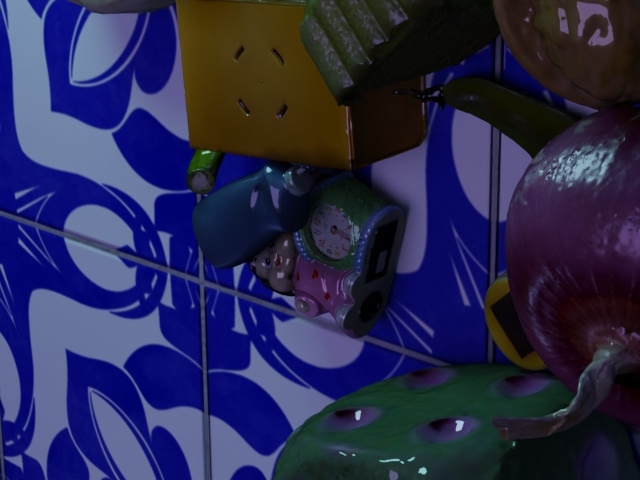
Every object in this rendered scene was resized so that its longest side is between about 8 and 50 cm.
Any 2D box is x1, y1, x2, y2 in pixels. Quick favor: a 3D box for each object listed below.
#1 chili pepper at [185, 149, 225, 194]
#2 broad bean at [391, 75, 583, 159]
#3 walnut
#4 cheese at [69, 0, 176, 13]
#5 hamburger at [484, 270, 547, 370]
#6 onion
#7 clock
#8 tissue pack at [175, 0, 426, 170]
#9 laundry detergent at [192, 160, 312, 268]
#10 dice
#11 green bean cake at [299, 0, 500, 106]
[{"bbox_3d":[-0.136,-0.143,2.191,0.052,0.050,0.202,-40,33,47],"label":"chili pepper"},{"bbox_3d":[0.227,-0.122,1.889,0.325,0.067,0.075,32,95,35],"label":"broad bean"},{"bbox_3d":[0.283,-0.250,1.669,0.224,0.257,0.257,-134,38,-70],"label":"walnut"},{"bbox_3d":[-0.262,-0.450,2.216,0.318,0.115,0.326,-33,79,46],"label":"cheese"},{"bbox_3d":[0.249,0.077,1.922,0.126,0.081,0.141,50,145,23],"label":"hamburger"},{"bbox_3d":[0.344,0.055,1.641,0.358,0.358,0.345,-23,49,46],"label":"onion"},{"bbox_3d":[0.000,0.000,2.130,0.195,0.100,0.194,28,119,32],"label":"clock"},{"bbox_3d":[-0.024,-0.203,2.047,0.274,0.145,0.194,11,114,41],"label":"tissue pack"},{"bbox_3d":[-0.074,-0.039,2.086,0.206,0.061,0.097,-31,77,47],"label":"laundry detergent"},{"bbox_3d":[0.154,0.330,1.927,0.322,0.330,0.318,0,106,43],"label":"dice"},{"bbox_3d":[0.114,-0.265,1.818,0.233,0.236,0.124,-43,73,46],"label":"green bean cake"}]
